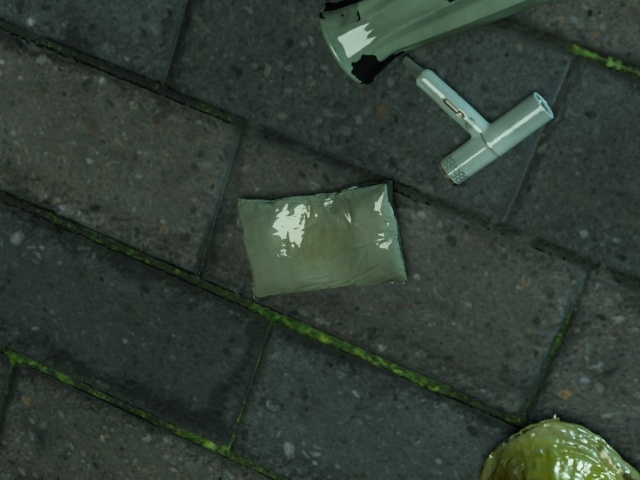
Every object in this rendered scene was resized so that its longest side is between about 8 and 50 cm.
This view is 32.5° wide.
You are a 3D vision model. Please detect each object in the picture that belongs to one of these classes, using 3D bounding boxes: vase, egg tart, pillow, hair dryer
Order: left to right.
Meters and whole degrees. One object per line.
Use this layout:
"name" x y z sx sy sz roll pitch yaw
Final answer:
"pillow" 0.000 0.000 1.490 0.229 0.050 0.148 -6 101 22
"hair dryer" 0.179 -0.183 1.380 0.155 0.044 0.183 -35 92 22
"vase" 0.174 -0.313 1.281 0.360 0.165 0.165 -26 98 26
"egg tart" 0.329 0.363 1.487 0.231 0.098 0.252 -12 107 24
